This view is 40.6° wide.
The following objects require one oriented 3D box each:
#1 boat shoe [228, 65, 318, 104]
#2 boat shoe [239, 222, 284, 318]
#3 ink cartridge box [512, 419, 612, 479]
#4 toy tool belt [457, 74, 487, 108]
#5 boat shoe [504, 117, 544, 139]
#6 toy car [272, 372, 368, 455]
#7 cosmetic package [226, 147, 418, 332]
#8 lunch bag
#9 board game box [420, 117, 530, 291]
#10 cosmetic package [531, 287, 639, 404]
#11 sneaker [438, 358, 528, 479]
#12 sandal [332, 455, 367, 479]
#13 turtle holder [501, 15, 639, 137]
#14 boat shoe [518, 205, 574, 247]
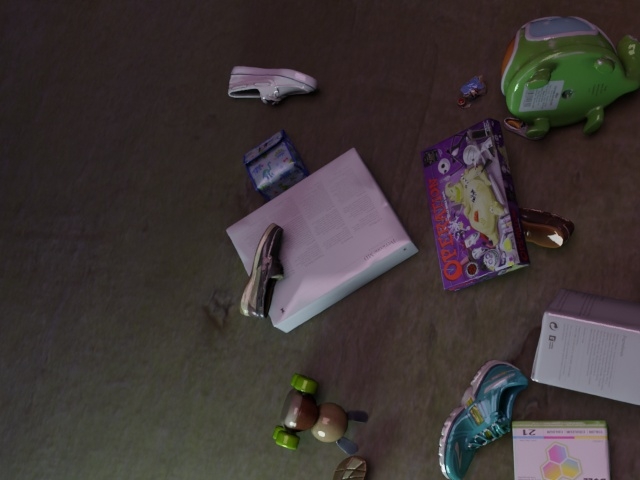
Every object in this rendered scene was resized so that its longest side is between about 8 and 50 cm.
[{"bbox_3d":[-0.125,-0.394,2.245,0.258,0.095,0.084,10,81,32],"label":"boat shoe"},{"bbox_3d":[-0.119,0.074,1.998,0.073,0.080,0.224,18,86,18],"label":"boat shoe"},{"bbox_3d":[0.490,0.496,1.743,0.188,0.097,0.255,-5,71,18],"label":"ink cartridge box"},{"bbox_3d":[0.359,-0.361,2.079,0.083,0.051,0.052,-39,65,4],"label":"toy tool belt"},{"bbox_3d":[0.474,-0.264,2.018,0.100,0.035,0.035,25,83,24],"label":"boat shoe"},{"bbox_3d":[0.008,0.404,1.946,0.188,0.149,0.155,20,84,-6],"label":"toy car"},{"bbox_3d":[0.000,0.000,2.067,0.377,0.097,0.284,-32,64,8],"label":"cosmetic package"},{"bbox_3d":[-0.119,-0.196,2.177,0.129,0.096,0.151,-32,52,10],"label":"lunch bag"},{"bbox_3d":[0.342,-0.080,1.955,0.208,0.056,0.347,-28,62,44],"label":"board game box"},{"bbox_3d":[0.634,0.220,1.696,0.385,0.217,0.156,13,105,23],"label":"cosmetic package"},{"bbox_3d":[0.338,0.380,1.813,0.110,0.107,0.275,24,83,44],"label":"sneaker"},{"bbox_3d":[0.060,0.556,1.905,0.072,0.049,0.180,16,94,28],"label":"sandal"},{"bbox_3d":[0.556,-0.394,1.922,0.320,0.243,0.227,-24,50,21],"label":"turtle holder"},{"bbox_3d":[0.463,-0.038,1.938,0.207,0.073,0.073,21,44,32],"label":"boat shoe"}]
